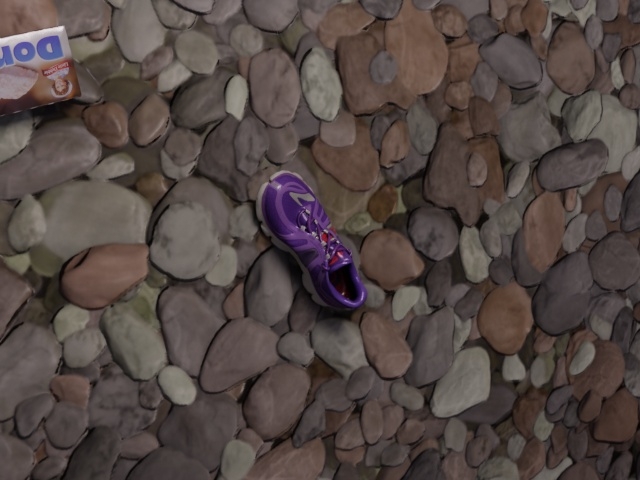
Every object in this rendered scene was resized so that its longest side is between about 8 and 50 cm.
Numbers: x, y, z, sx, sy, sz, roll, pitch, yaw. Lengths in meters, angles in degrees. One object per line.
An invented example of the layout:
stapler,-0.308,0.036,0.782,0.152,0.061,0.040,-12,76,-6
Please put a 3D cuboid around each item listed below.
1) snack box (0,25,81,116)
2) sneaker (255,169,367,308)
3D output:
snack box,-0.294,-0.132,0.885,0.178,0.022,0.064,-20,107,-28
sneaker,0.000,0.000,1.066,0.068,0.071,0.170,-44,117,-19
